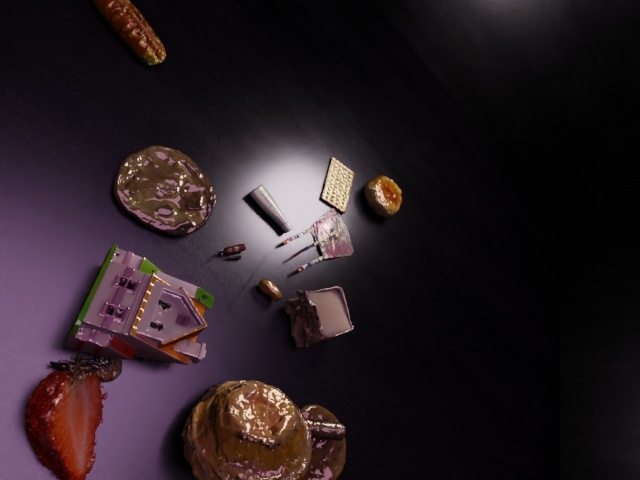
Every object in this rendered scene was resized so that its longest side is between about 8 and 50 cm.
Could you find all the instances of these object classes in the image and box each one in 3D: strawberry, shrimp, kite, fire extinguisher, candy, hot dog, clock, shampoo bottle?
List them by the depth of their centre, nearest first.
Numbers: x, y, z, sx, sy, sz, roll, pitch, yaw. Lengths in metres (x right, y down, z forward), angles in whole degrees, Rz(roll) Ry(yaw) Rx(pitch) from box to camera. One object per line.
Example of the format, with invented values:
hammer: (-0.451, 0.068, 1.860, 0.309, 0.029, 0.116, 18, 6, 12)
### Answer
strawberry: (-0.563, 0.388, 0.911, 0.175, 0.106, 0.236, 60, 31, -60)
shrimp: (-0.553, 0.287, 1.008, 0.161, 0.034, 0.091, 22, 46, -40)
clock: (-0.424, 0.192, 1.057, 0.309, 0.166, 0.235, 26, 49, -23)
fire extinguisher: (-0.282, 0.041, 1.353, 0.100, 0.032, 0.046, -16, 117, -44)
hot dog: (-0.600, -0.682, 1.356, 0.269, 0.072, 0.115, 48, 40, -14)
candy: (-0.005, 0.249, 1.422, 0.195, 0.137, 0.185, -7, 77, -44)
shampoo bottle: (-0.170, -0.107, 1.499, 0.191, 0.041, 0.069, 53, 42, -11)
kite: (-0.003, 0.001, 1.613, 0.360, 0.022, 0.204, -22, 88, -48)

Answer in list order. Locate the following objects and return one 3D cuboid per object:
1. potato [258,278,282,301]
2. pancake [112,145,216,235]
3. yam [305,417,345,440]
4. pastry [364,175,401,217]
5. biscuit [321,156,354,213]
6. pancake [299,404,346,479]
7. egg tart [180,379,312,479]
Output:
potato: (-0.163, 0.162, 1.388, 0.092, 0.046, 0.045, 41, 92, -10)
pancake: (-0.454, -0.149, 1.266, 0.294, 0.049, 0.295, 16, 62, -32)
yam: (-0.049, 0.556, 1.264, 0.252, 0.061, 0.061, 15, 61, -18)
pastry: (0.277, -0.197, 1.889, 0.182, 0.093, 0.192, 47, 44, -14)
biscuit: (0.077, -0.231, 1.783, 0.139, 0.016, 0.232, 32, 53, -27)
pancake: (-0.015, 0.634, 1.306, 0.241, 0.050, 0.242, 15, 60, -29)
egg tart: (-0.173, 0.476, 1.088, 0.351, 0.150, 0.352, 18, 27, -10)
